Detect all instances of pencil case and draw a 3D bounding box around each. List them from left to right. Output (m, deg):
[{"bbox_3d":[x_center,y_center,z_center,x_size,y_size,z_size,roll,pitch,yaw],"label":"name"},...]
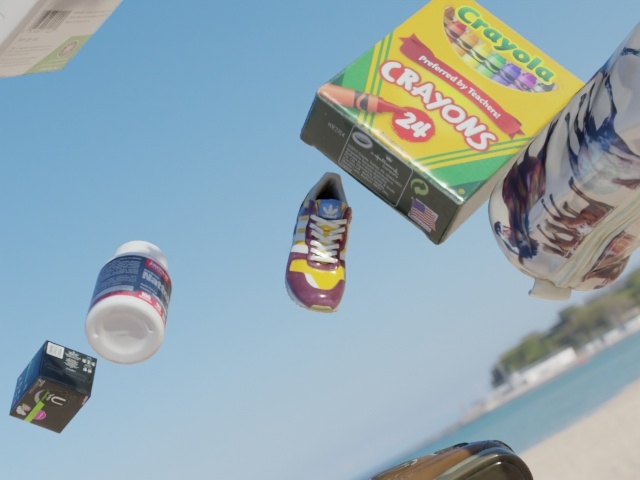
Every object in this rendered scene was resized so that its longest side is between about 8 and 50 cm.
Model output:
[{"bbox_3d":[0.318,-0.103,1.494,0.410,0.160,0.183,-53,16,48],"label":"pencil case"}]

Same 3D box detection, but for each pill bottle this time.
[{"bbox_3d":[-0.259,0.079,2.142,0.108,0.108,0.180,-31,26,18],"label":"pill bottle"}]

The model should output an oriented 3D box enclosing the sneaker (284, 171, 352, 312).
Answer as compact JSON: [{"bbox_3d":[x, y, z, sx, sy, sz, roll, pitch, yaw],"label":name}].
[{"bbox_3d":[0.000,0.000,1.743,0.069,0.185,0.084,9,-52,-10],"label":"sneaker"}]

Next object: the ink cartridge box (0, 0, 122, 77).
[{"bbox_3d":[-0.200,-0.235,1.227,0.219,0.092,0.160,-46,-5,17],"label":"ink cartridge box"}]

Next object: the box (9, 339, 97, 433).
[{"bbox_3d":[-0.283,0.155,1.649,0.062,0.052,0.083,23,-46,-20],"label":"box"}]

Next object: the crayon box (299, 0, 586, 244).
[{"bbox_3d":[0.153,-0.159,1.741,0.318,0.202,0.081,-42,-16,-38],"label":"crayon box"}]

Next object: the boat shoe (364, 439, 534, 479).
[{"bbox_3d":[0.077,0.304,1.674,0.307,0.110,0.104,-19,13,-9],"label":"boat shoe"}]
